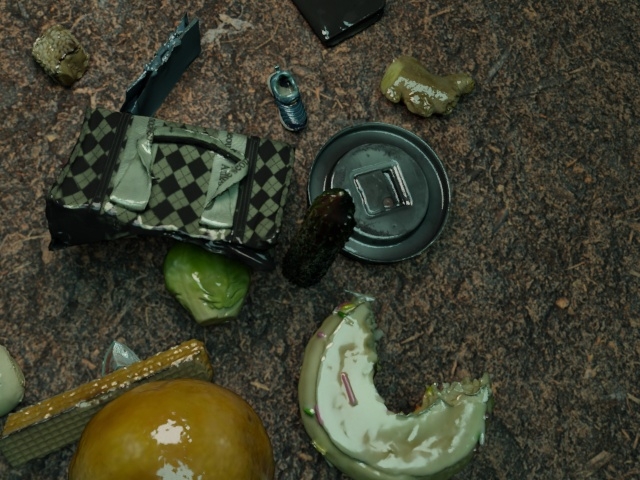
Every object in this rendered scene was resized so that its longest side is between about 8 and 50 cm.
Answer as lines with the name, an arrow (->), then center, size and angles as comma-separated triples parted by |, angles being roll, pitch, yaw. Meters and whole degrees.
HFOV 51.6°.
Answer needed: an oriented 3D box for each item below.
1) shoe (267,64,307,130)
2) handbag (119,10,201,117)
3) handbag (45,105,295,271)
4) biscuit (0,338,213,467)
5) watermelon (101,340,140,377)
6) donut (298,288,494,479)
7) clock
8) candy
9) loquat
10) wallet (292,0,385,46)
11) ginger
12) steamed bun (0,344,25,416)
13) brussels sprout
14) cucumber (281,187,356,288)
shoe -> -0.066, -0.302, 1.414 | 0.064, 0.071, 0.143 | -21, 85, -14
handbag -> -0.319, -0.347, 1.341 | 0.057, 0.144, 0.221 | 34, 71, -6
handbag -> -0.258, -0.088, 1.212 | 0.416, 0.180, 0.316 | 8, 38, -9
biscuit -> -0.377, 0.289, 1.190 | 0.379, 0.094, 0.054 | -22, 38, -15
watermelon -> -0.372, 0.225, 1.225 | 0.085, 0.061, 0.085 | 3, 78, -14
donut -> 0.123, 0.304, 1.247 | 0.371, 0.150, 0.307 | 34, 73, 0
clock -> 0.121, -0.097, 1.397 | 0.313, 0.061, 0.312 | 3, 75, -10
candy -> -0.527, -0.376, 1.345 | 0.110, 0.085, 0.095 | 39, 78, 12
loquat -> -0.239, 0.383, 1.078 | 0.328, 0.328, 0.328 | 3, 75, -10
wallet -> -0.017, -0.633, 1.520 | 0.197, 0.051, 0.377 | -33, 83, -14
ginger -> 0.242, -0.334, 1.479 | 0.213, 0.074, 0.137 | 12, 73, -13
steamed bun -> -0.589, 0.250, 1.164 | 0.112, 0.091, 0.130 | -24, 81, -13
brussels sprout -> -0.207, 0.069, 1.250 | 0.144, 0.161, 0.180 | -28, 80, 24
cucumber -> 0.000, 0.000, 1.197 | 0.096, 0.359, 0.096 | 4, 71, -11
